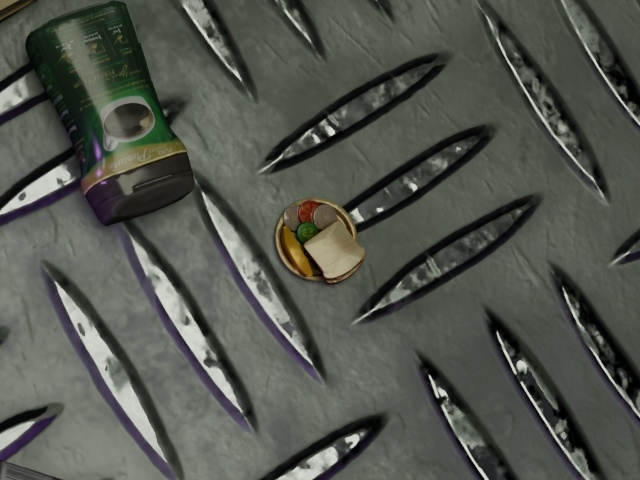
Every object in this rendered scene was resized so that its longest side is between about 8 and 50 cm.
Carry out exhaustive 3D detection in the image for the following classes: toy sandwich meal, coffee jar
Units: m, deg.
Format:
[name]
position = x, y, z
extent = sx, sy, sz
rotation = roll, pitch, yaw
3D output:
[toy sandwich meal]
position = 0.000, 0.000, 1.774
extent = 0.086, 0.029, 0.085
rotation = 3, 79, -15
[coffee jar]
position = -0.182, -0.109, 1.719
extent = 0.096, 0.079, 0.184
rotation = -20, 85, -21

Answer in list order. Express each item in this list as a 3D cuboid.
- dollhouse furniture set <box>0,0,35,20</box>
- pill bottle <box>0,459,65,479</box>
[dollhouse furniture set]
position = -0.228, -0.291, 1.697
extent = 0.182, 0.161, 0.101
rotation = -32, 89, -19
[pill bottle]
position = -0.371, 0.242, 1.533
extent = 0.363, 0.210, 0.210
rotation = 20, 75, -10
